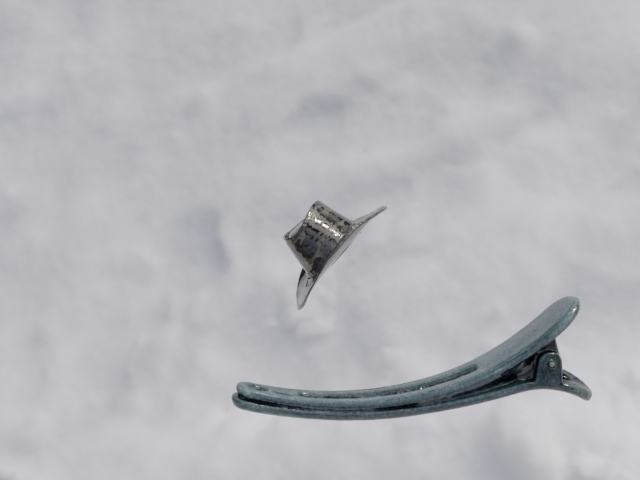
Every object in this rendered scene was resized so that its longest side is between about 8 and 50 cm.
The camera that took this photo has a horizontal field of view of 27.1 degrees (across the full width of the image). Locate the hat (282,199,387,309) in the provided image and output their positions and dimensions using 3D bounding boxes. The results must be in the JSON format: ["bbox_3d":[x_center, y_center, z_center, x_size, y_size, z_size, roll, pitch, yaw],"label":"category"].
[{"bbox_3d":[0.000,0.000,1.078,0.121,0.050,0.121,-49,4,5],"label":"hat"}]

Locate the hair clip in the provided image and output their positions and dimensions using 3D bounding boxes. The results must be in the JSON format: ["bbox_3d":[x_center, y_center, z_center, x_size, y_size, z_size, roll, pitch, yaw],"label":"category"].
[{"bbox_3d":[0.059,0.092,0.851,0.230,0.070,0.039,-12,16,-4],"label":"hair clip"}]
